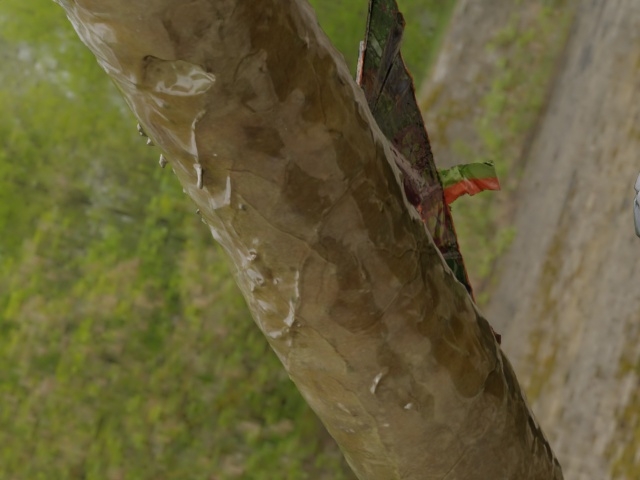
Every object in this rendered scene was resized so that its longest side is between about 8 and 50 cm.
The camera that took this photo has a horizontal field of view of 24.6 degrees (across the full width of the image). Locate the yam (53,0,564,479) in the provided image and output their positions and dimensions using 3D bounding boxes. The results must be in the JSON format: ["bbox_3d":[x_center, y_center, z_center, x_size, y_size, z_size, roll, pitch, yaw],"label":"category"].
[{"bbox_3d":[0.000,0.000,0.424,0.299,0.066,0.066,59,-144,-40],"label":"yam"}]

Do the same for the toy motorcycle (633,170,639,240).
[{"bbox_3d":[0.273,-0.025,0.679,0.089,0.298,0.171,35,142,55],"label":"toy motorcycle"}]

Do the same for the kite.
[{"bbox_3d":[0.042,-0.014,0.551,0.159,0.010,0.190,-38,-66,-62],"label":"kite"}]
